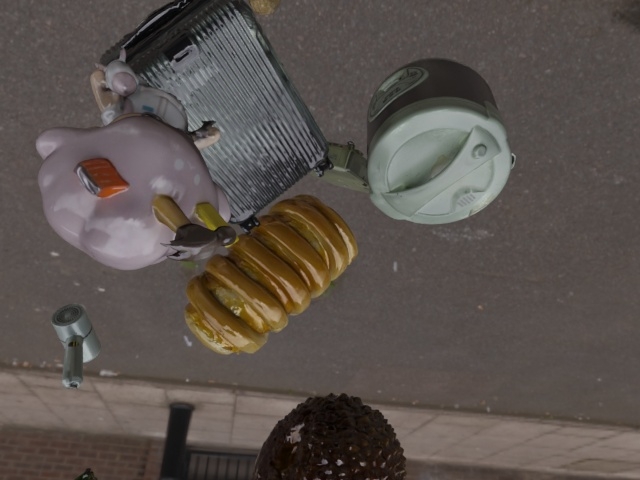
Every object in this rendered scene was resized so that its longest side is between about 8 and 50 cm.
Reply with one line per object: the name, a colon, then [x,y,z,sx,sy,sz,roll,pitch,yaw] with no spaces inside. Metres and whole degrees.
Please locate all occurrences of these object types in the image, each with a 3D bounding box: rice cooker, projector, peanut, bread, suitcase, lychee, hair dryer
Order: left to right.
hair dryer: [-0.342,0.161,0.746,0.047,0.137,0.082,-15,127,-13]
suitcase: [-0.121,-0.162,0.709,0.202,0.128,0.312,-37,138,-2]
peanut: [-0.145,-0.617,1.289,0.086,0.104,0.228,4,172,12]
bread: [-0.082,0.050,0.873,0.173,0.311,0.121,39,154,16]
lychee: [0.026,0.400,0.904,0.268,0.267,0.267,3,150,2]
projector: [0.049,-0.205,1.456,0.194,0.088,0.269,16,178,24]
rice cooker: [0.223,-0.193,1.065,0.289,0.277,0.288,3,134,3]

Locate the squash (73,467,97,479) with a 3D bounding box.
squash: [-0.355,0.373,0.639,0.258,0.069,0.069,-42,136,9]

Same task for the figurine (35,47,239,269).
figurine: [-0.134,-0.054,0.394,0.137,0.229,0.112,31,118,-35]
